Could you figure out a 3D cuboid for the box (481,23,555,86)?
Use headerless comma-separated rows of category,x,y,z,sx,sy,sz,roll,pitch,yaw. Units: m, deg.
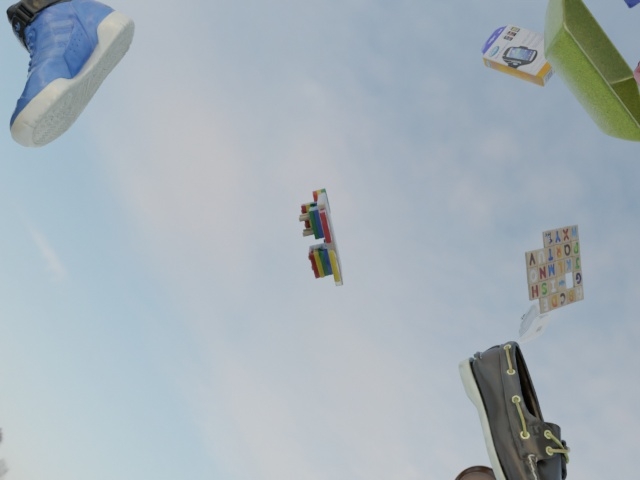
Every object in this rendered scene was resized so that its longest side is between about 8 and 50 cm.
box,0.343,-0.319,1.099,0.136,0.081,0.028,34,-9,38

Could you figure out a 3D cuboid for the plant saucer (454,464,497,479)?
plant saucer,0.394,0.642,1.585,0.168,0.168,0.029,43,-24,9

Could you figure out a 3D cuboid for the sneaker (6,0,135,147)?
sneaker,-0.227,-0.148,0.529,0.085,0.152,0.058,28,-26,-4

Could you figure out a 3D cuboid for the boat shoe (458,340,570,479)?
boat shoe,0.205,0.196,0.643,0.069,0.227,0.081,-34,-52,17

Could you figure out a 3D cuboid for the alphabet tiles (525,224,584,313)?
alphabet tiles,0.584,0.071,1.605,0.009,0.237,0.198,-1,-84,51

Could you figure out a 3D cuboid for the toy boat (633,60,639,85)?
toy boat,0.403,-0.085,0.486,0.318,0.267,0.148,45,-80,6

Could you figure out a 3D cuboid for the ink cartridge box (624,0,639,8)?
ink cartridge box,0.485,-0.543,0.948,0.330,0.071,0.324,51,-28,-6

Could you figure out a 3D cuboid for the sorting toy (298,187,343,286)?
sorting toy,0.000,0.000,1.033,0.274,0.046,0.132,-89,166,-78

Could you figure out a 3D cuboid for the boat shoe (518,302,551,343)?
boat shoe,0.598,0.237,1.843,0.184,0.066,0.063,81,-12,-59

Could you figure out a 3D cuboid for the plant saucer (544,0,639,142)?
plant saucer,0.341,-0.224,0.820,0.188,0.188,0.045,44,-51,-18
